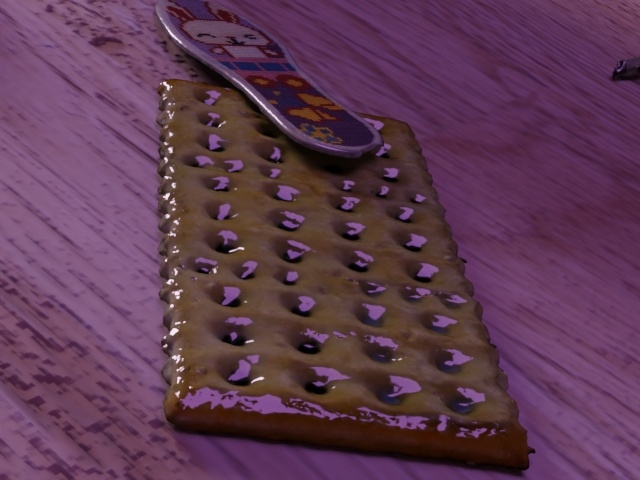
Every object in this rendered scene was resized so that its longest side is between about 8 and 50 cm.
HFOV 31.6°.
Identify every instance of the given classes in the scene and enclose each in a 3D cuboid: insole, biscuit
[{"bbox_3d":[-0.033,-0.089,0.575,0.065,0.004,0.197,-3,33,-33],"label":"insole"},{"bbox_3d":[0.000,0.000,0.474,0.139,0.016,0.231,9,34,-14],"label":"biscuit"}]

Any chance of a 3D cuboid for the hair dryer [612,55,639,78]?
[{"bbox_3d":[0.262,-0.158,0.829,0.199,0.067,0.167,-9,32,-16],"label":"hair dryer"}]
